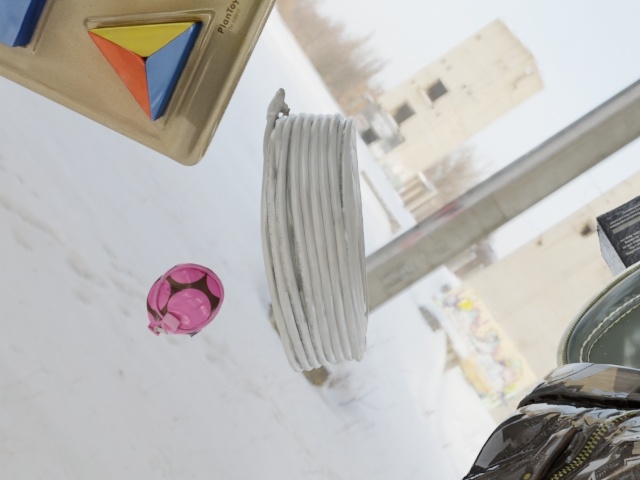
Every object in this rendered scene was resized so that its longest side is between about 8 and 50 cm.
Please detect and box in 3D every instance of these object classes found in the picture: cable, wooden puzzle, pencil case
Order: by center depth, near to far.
[{"bbox_3d":[-0.216,-0.281,0.918,0.348,0.322,0.080,27,15,0],"label":"wooden puzzle"},{"bbox_3d":[0.000,0.000,0.931,0.257,0.089,0.257,-88,171,-58],"label":"cable"},{"bbox_3d":[-0.181,0.082,1.207,0.095,0.098,0.209,47,-14,-3],"label":"pencil case"}]

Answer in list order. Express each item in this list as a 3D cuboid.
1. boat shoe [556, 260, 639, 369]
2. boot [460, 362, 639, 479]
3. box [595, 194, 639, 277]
[{"bbox_3d":[0.351,0.052,0.763,0.099,0.319,0.116,-16,85,-90],"label":"boat shoe"},{"bbox_3d":[0.093,0.132,0.322,0.263,0.229,0.091,-12,-75,57],"label":"boot"},{"bbox_3d":[0.469,0.038,1.305,0.158,0.093,0.156,66,9,26],"label":"box"}]
